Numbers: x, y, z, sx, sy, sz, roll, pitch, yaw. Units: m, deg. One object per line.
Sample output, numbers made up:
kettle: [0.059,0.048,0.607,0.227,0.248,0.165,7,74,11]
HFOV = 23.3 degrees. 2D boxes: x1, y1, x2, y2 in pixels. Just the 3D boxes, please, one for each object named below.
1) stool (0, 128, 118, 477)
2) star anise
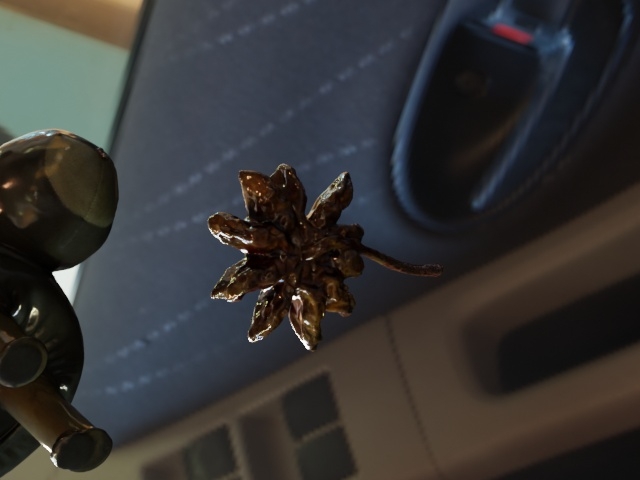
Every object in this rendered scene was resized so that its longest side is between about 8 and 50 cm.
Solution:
stool: [-0.189,0.051,0.798,0.139,0.153,0.228,44,119,43]
star anise: [0.001,-0.001,1.409,0.073,0.234,0.177,-8,108,52]
